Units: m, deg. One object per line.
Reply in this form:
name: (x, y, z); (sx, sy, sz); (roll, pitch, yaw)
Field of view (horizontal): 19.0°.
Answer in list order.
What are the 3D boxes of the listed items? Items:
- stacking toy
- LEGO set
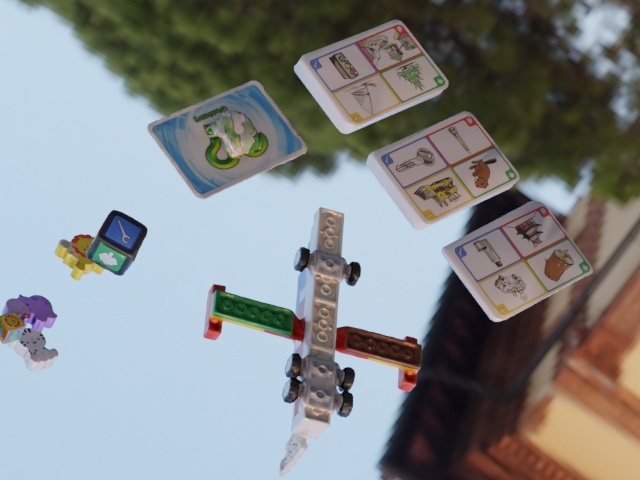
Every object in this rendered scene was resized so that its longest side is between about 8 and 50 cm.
stacking toy: (-0.337, 0.082, 1.991); (0.221, 0.167, 0.052); (-17, -123, -46)
LEGO set: (0.000, 0.000, 0.985); (0.244, 0.060, 0.182); (-26, -107, -37)
